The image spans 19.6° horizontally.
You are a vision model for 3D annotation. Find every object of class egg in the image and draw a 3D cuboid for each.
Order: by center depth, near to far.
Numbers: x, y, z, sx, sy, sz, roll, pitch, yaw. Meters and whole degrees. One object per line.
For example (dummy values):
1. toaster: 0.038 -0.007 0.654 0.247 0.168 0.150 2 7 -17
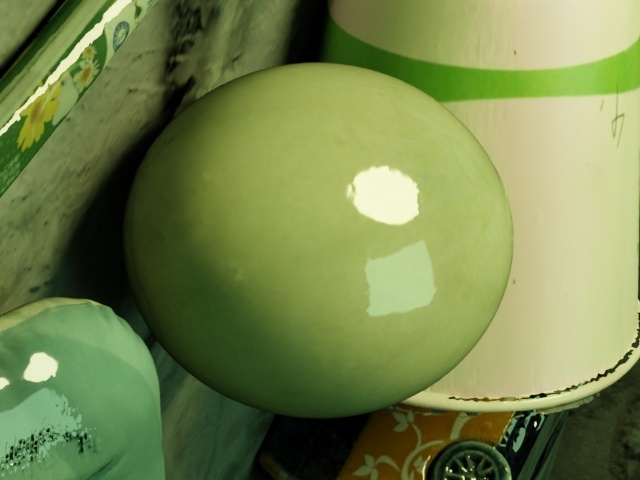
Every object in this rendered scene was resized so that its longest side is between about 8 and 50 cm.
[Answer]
1. egg: 0.000 0.000 0.971 0.253 0.186 0.186 3 107 -61

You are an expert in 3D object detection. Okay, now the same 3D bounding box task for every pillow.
1. pillow: -0.148 0.135 0.840 0.214 0.086 0.233 -45 153 -37

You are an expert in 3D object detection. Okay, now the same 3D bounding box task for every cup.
1. cup: 0.094 -0.061 1.173 0.253 0.253 0.274 -47 144 -55

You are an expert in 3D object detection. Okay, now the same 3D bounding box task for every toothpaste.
1. toothpaste: -0.111 -0.076 0.796 0.204 0.031 0.049 -58 160 -33

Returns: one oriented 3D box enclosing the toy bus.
1. toy bus: 0.102 0.100 1.458 0.323 0.194 0.162 -62 163 -17
